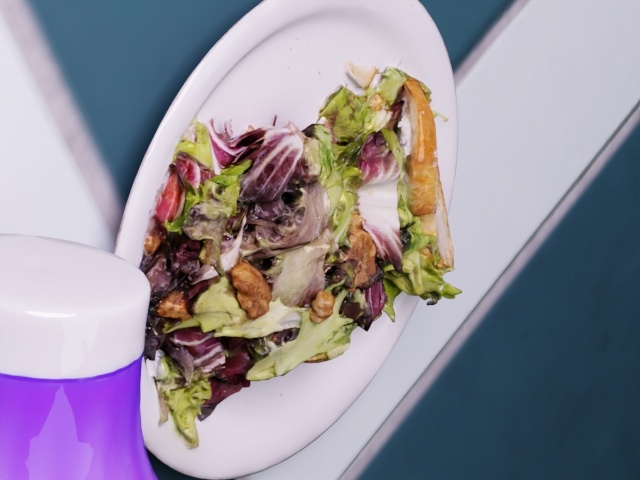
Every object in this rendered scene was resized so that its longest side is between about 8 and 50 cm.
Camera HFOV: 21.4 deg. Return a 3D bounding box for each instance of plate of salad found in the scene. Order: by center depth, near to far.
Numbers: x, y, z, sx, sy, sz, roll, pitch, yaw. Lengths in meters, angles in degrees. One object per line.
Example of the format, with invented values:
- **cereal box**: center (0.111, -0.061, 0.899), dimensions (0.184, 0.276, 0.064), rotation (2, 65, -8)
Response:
- **plate of salad**: center (0.000, 0.000, 0.629), dimensions (0.200, 0.048, 0.200), rotation (-31, 133, -41)

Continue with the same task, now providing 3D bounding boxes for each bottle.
- **bottle**: center (-0.106, 0.140, 0.523), dimensions (0.118, 0.092, 0.283), rotation (-13, 119, -51)
